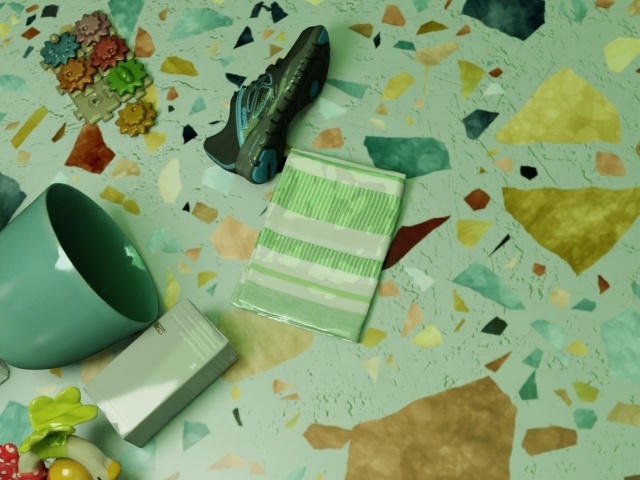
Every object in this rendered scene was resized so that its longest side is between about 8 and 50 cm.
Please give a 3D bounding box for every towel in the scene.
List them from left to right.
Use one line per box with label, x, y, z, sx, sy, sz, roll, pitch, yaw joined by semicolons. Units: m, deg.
towel;0.000;0.000;1.804;0.247;0.038;0.325;14;70;17

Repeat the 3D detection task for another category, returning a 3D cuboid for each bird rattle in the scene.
bird rattle;-0.443;0.382;1.659;0.207;0.143;0.253;34;114;-5

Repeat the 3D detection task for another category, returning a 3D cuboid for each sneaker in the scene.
sneaker;-0.096;-0.277;1.897;0.139;0.125;0.341;23;72;22

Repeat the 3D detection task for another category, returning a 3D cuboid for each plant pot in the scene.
plant pot;-0.463;0.086;1.740;0.235;0.293;0.293;-34;64;11

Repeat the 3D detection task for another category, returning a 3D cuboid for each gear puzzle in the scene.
gear puzzle;-0.445;-0.329;2.038;0.175;0.044;0.339;-35;64;-5

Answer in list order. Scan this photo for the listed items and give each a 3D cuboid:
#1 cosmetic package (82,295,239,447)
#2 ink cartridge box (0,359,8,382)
cosmetic package;-0.272;0.227;1.727;0.238;0.107;0.127;-43;69;-11
ink cartridge box;-0.742;0.240;1.812;0.283;0.117;0.207;-38;64;-5
